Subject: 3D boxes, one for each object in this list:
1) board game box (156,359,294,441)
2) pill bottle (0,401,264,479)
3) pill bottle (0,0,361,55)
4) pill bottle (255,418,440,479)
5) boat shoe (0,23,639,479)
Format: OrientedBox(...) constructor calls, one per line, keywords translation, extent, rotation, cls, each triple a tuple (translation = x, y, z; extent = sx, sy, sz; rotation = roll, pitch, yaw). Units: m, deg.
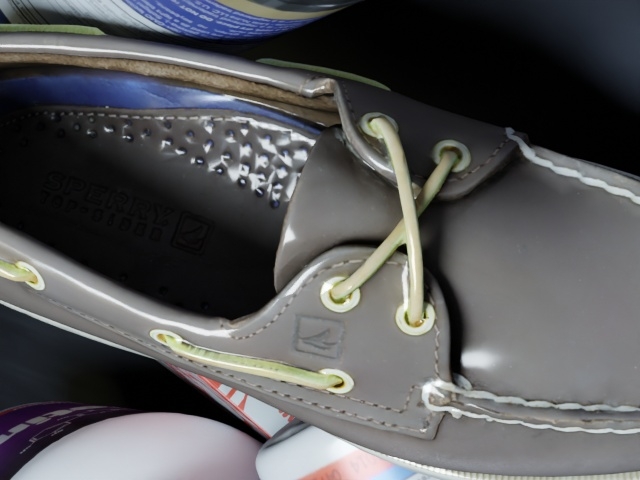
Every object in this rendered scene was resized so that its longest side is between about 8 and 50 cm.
OrientedBox(translation=(-0.075, 0.025, 0.721), extent=(0.193, 0.045, 0.147), rotation=(31, 168, 37), cls="board game box")
OrientedBox(translation=(-0.103, 0.173, 0.770), extent=(0.181, 0.181, 0.323), rotation=(63, 157, -7), cls="pill bottle")
OrientedBox(translation=(-0.060, -0.121, 0.563), extent=(0.219, 0.123, 0.123), rotation=(-11, 107, 57), cls="pill bottle")
OrientedBox(translation=(0.081, 0.143, 0.587), extent=(0.221, 0.124, 0.124), rotation=(58, 148, 2), cls="pill bottle")
OrientedBox(translation=(0.000, 0.000, 0.499), extent=(0.324, 0.116, 0.097), rotation=(15, 168, 19), cls="boat shoe")
